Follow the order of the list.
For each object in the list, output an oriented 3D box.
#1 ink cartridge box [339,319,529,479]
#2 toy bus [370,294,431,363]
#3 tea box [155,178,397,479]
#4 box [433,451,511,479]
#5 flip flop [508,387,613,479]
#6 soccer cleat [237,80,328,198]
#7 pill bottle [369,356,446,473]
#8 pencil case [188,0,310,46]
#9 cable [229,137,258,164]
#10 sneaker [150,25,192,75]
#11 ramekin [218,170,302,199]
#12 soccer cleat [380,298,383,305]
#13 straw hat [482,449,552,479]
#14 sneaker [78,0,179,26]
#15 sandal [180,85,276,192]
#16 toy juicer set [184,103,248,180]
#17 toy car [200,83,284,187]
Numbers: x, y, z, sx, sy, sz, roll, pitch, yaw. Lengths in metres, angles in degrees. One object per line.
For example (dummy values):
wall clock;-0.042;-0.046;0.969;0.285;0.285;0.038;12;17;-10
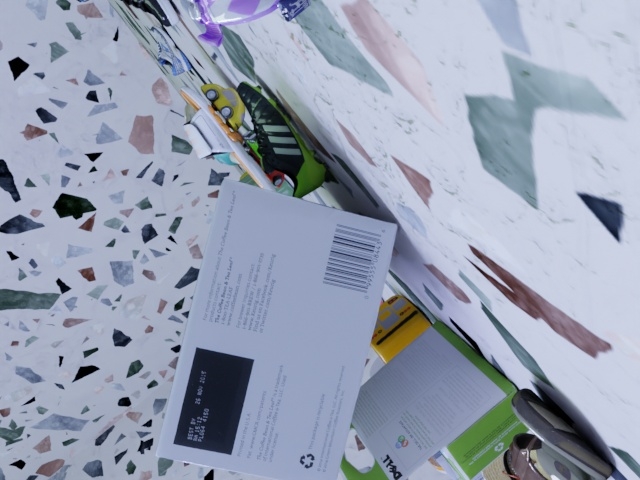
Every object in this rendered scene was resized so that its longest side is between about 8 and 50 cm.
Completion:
ink cartridge box;0.142;0.265;0.849;0.097;0.255;0.189;53;175;-31
toy bus;0.212;0.264;1.095;0.333;0.108;0.130;53;176;-24
tea box;-0.066;0.106;0.820;0.220;0.329;0.323;14;-179;-8
box;0.266;0.351;1.037;0.186;0.145;0.038;54;176;-27
flip flop;0.266;0.259;0.685;0.112;0.080;0.277;47;175;38
soccer cleat;-0.065;-0.137;0.808;0.179;0.072;0.060;51;176;-7
pill bottle;0.238;0.360;1.282;0.278;0.162;0.162;52;176;-15
pencil case;-0.081;-0.207;0.300;0.086;0.088;0.206;42;170;50
cable;-0.143;-0.177;1.291;0.139;0.072;0.287;46;177;-21
sneaker;-0.369;-0.450;1.397;0.135;0.058;0.052;51;176;4
ramekin;-0.109;-0.049;1.499;0.303;0.148;0.303;51;176;5
soccer cleat;0.093;0.114;1.402;0.248;0.083;0.095;49;-151;-59
straw hat;0.346;0.382;0.998;0.061;0.144;0.144;-8;-133;-44
sneaker;-0.347;-0.422;0.994;0.217;0.121;0.079;51;177;3
sandal;-0.183;-0.162;1.072;0.265;0.076;0.102;51;175;-7
toy juicer set;-0.265;-0.286;1.610;0.329;0.089;0.209;43;-164;-52
toy car;-0.106;-0.178;1.028;0.239;0.053;0.225;52;175;-27
